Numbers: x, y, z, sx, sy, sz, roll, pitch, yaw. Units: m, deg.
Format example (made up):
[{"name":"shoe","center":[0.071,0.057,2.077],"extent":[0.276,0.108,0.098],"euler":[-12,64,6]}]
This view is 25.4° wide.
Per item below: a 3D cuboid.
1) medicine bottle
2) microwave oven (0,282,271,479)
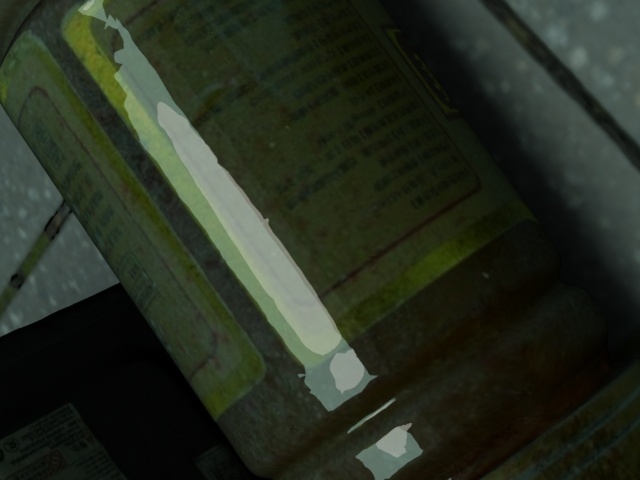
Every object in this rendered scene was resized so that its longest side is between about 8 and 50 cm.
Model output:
[{"name":"medicine bottle","center":[0.000,0.000,0.569],"extent":[0.151,0.151,0.322],"euler":[-40,82,39]},{"name":"microwave oven","center":[-0.139,0.149,0.635],"extent":[0.181,0.295,0.237],"euler":[52,129,10]}]
